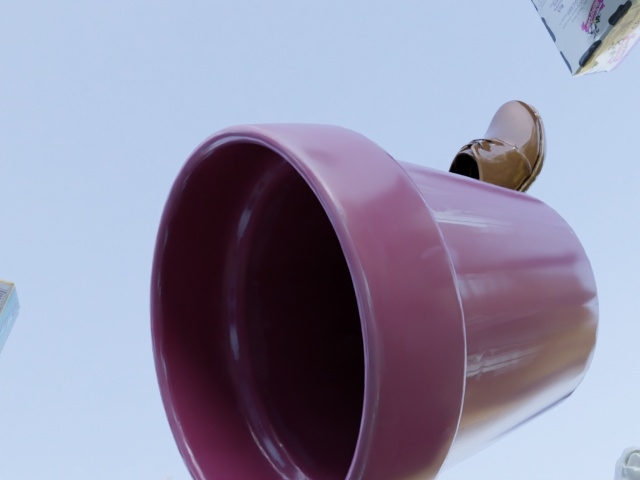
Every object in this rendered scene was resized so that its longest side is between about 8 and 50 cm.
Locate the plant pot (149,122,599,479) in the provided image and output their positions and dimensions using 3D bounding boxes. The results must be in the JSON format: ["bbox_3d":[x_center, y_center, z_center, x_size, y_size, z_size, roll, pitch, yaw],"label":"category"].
[{"bbox_3d":[0.035,0.040,0.506,0.180,0.201,0.201,-4,-57,-34],"label":"plant pot"}]

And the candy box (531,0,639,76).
[{"bbox_3d":[0.307,-0.333,1.148,0.071,0.233,0.159,-12,-23,-21],"label":"candy box"}]

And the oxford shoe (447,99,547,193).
[{"bbox_3d":[0.169,-0.078,0.974,0.076,0.212,0.076,-17,-55,41],"label":"oxford shoe"}]

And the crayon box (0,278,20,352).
[{"bbox_3d":[-0.455,0.152,1.045,0.165,0.278,0.081,18,-29,-3],"label":"crayon box"}]

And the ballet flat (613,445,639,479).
[{"bbox_3d":[0.313,0.192,0.864,0.248,0.086,0.086,-44,-58,2],"label":"ballet flat"}]
